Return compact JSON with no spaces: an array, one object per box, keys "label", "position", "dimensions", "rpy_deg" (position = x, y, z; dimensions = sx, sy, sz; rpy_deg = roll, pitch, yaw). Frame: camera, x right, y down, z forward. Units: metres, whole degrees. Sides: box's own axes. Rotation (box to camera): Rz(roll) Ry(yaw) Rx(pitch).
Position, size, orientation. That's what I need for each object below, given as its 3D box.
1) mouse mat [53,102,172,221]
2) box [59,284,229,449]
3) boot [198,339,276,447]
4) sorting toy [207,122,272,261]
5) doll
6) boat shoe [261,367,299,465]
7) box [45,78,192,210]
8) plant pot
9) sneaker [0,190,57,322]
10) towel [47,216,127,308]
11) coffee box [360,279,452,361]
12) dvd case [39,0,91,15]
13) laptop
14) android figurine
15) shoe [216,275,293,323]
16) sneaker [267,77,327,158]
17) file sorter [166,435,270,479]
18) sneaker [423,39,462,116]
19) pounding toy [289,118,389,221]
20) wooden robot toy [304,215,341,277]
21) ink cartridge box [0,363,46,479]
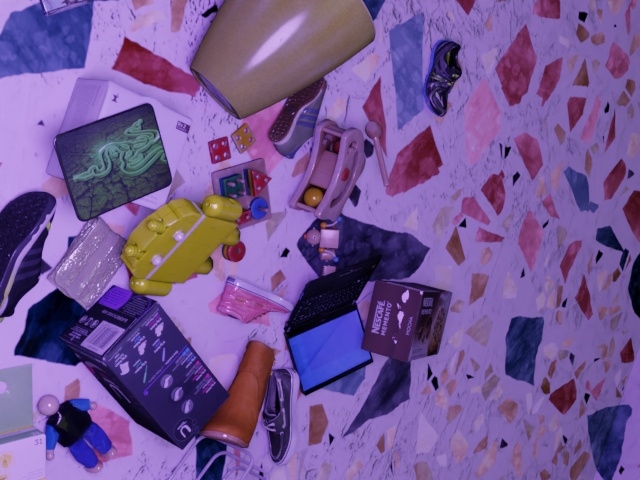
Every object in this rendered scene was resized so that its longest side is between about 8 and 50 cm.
[{"label":"mouse mat","position":[-0.340,-0.131,1.412],"dimensions":[0.190,0.007,0.152],"rpy_deg":[-29,118,-35]},{"label":"box","position":[-0.321,0.235,1.572],"dimensions":[0.143,0.165,0.270],"rpy_deg":[-48,128,-25]},{"label":"boot","position":[-0.159,0.303,1.714],"dimensions":[0.295,0.104,0.211],"rpy_deg":[92,15,-79]},{"label":"sorting toy","position":[-0.151,-0.098,1.739],"dimensions":[0.132,0.046,0.274],"rpy_deg":[-21,114,-39]},{"label":"doll","position":[-0.454,0.352,1.557],"dimensions":[0.129,0.046,0.189],"rpy_deg":[-47,128,-26]},{"label":"boat shoe","position":[-0.099,0.393,1.891],"dimensions":[0.070,0.078,0.219],"rpy_deg":[3,89,-45]},{"label":"box","position":[-0.349,-0.165,1.482],"dimensions":[0.181,0.119,0.181],"rpy_deg":[21,85,-44]},{"label":"plant pot","position":[-0.094,-0.375,1.603],"dimensions":[0.293,0.275,0.275],"rpy_deg":[-46,129,-6]},{"label":"sneaker","position":[-0.507,0.028,1.425],"dimensions":[0.234,0.084,0.097],"rpy_deg":[-63,157,-11]},{"label":"towel","position":[-0.413,0.041,1.535],"dimensions":[0.110,0.027,0.148],"rpy_deg":[48,67,-40]},{"label":"coffee box","position":[0.211,0.188,2.032],"dimensions":[0.297,0.119,0.168],"rpy_deg":[12,91,-68]},{"label":"dvd case","position":[-0.437,-0.442,1.406],"dimensions":[0.087,0.013,0.119],"rpy_deg":[-31,121,-35]},{"label":"laptop","position":[0.049,0.190,1.927],"dimensions":[0.234,0.136,0.264],"rpy_deg":[-19,148,-40]},{"label":"android figurine","position":[-0.257,0.006,1.570],"dimensions":[0.248,0.056,0.273],"rpy_deg":[-45,159,11]},{"label":"shoe","position":[-0.139,0.141,1.799],"dimensions":[0.178,0.063,0.081],"rpy_deg":[27,82,-38]},{"label":"sneaker","position":[-0.040,-0.256,1.803],"dimensions":[0.192,0.064,0.086],"rpy_deg":[-58,145,-21]},{"label":"file sorter","position":[-0.174,0.565,1.777],"dimensions":[0.173,0.193,0.277],"rpy_deg":[-53,130,-25]},{"label":"sneaker","position":[0.303,-0.397,2.078],"dimensions":[0.067,0.078,0.188],"rpy_deg":[2,99,-44]},{"label":"pounding toy","position":[0.059,-0.159,1.823],"dimensions":[0.269,0.155,0.154],"rpy_deg":[-63,156,-13]},{"label":"wooden robot toy","position":[0.000,0.000,1.911],"dimensions":[0.079,0.076,0.173],"rpy_deg":[3,99,-9]},{"label":"ink cartridge box","position":[-0.560,0.343,1.450],"dimensions":[0.171,0.056,0.235],"rpy_deg":[-7,107,-42]}]
